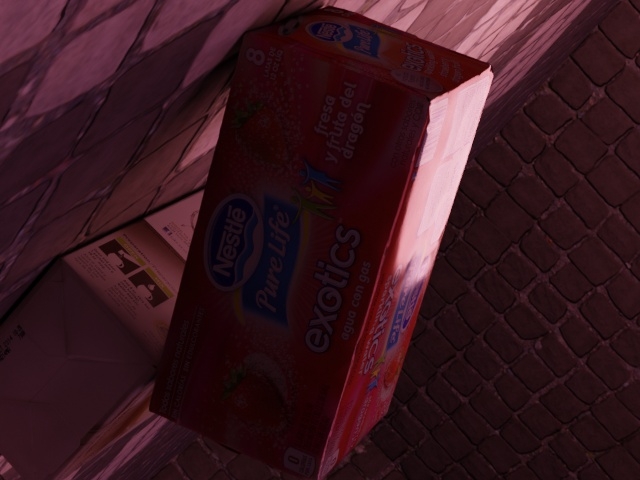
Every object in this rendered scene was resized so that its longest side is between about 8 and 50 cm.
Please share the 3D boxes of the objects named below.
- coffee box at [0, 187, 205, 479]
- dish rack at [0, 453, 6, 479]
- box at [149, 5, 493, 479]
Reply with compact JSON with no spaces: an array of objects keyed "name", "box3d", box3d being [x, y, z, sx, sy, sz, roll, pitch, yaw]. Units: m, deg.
[{"name":"coffee box","box3d":[-0.127,0.059,1.182,0.141,0.098,0.246,-46,174,26]},{"name":"dish rack","box3d":[-0.235,0.176,1.380,0.271,0.074,0.208,-42,178,-13]},{"name":"box","box3d":[0.000,0.000,1.034,0.128,0.122,0.257,-33,142,-62]}]
